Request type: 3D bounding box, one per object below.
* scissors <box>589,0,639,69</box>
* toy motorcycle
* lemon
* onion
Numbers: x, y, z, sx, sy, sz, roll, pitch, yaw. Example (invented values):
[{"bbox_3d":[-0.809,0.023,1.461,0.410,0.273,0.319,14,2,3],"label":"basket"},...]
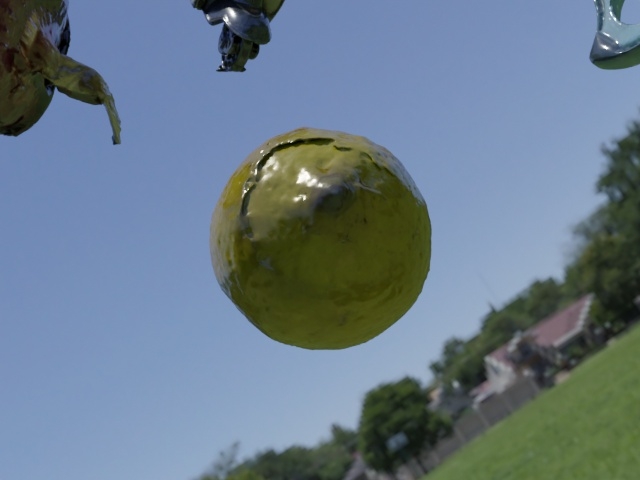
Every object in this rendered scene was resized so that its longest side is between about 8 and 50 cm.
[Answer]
[{"bbox_3d":[0.326,-0.256,0.911,0.029,0.191,0.360,24,-75,-35],"label":"scissors"},{"bbox_3d":[-0.083,-0.274,1.259,0.090,0.263,0.157,10,-59,-24],"label":"toy motorcycle"},{"bbox_3d":[-0.001,-0.001,1.013,0.180,0.181,0.193,-33,18,0],"label":"lemon"},{"bbox_3d":[-0.340,-0.226,1.173,0.272,0.256,0.230,-9,-24,-6],"label":"onion"}]
